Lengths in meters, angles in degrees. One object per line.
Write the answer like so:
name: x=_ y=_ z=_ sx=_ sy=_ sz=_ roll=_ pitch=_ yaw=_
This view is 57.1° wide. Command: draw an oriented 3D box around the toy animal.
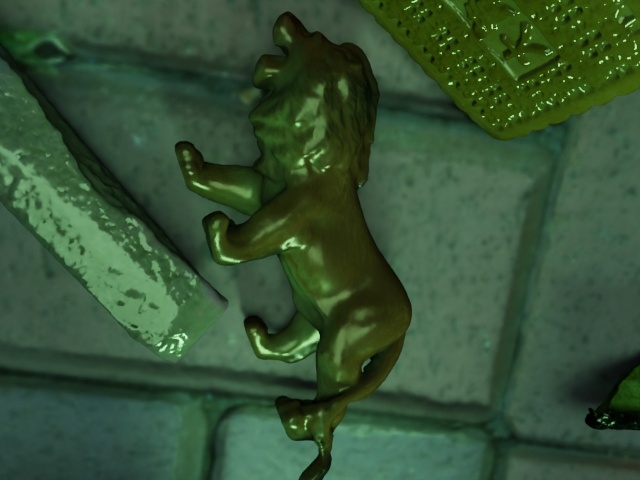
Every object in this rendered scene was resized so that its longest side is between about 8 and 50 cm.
toy animal: x=0.000 y=0.000 z=0.425 sx=0.158 sy=0.097 sz=0.312 roll=-22 pitch=102 yaw=-8

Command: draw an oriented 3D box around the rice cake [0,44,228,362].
rice cake: x=-0.214 y=-0.078 z=0.406 sx=0.070 sy=0.064 sz=0.399 roll=-40 pitch=100 yaw=-8

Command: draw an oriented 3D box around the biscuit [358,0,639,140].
biscuit: x=0.087 y=-0.171 z=0.359 sx=0.254 sy=0.172 sz=0.029 roll=42 pitch=67 yaw=-14

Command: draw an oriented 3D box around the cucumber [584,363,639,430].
cucumber: x=0.311 y=0.132 z=0.490 sx=0.220 sy=0.070 sz=0.046 roll=7 pitch=137 yaw=-7
